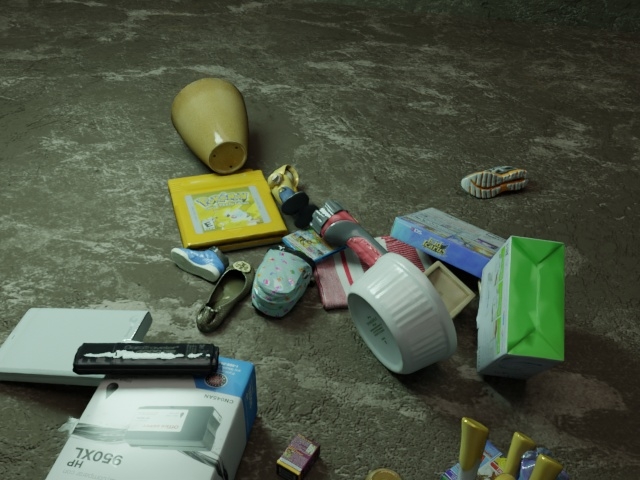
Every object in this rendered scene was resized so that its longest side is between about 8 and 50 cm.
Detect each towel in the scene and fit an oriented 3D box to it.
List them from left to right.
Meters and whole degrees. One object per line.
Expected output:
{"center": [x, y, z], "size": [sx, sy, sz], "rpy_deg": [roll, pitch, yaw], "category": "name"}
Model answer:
{"center": [0.145, 0.074, 1.868], "size": [0.329, 0.037, 0.237], "rpy_deg": [-5, 42, -11], "category": "towel"}

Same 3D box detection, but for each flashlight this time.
{"center": [0.103, 0.026, 1.811], "size": [0.304, 0.103, 0.103], "rpy_deg": [47, 18, 26], "category": "flashlight"}

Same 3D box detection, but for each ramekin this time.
{"center": [0.170, 0.174, 1.588], "size": [0.127, 0.273, 0.273], "rpy_deg": [-31, 50, -17], "category": "ramekin"}

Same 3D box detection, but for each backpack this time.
{"center": [-0.103, 0.098, 1.760], "size": [0.152, 0.115, 0.182], "rpy_deg": [16, 45, 11], "category": "backpack"}

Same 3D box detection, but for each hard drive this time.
{"center": [-0.553, 0.232, 1.579], "size": [0.308, 0.040, 0.203], "rpy_deg": [0, 38, 15], "category": "hard drive"}

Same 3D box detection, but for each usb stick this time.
{"center": [-0.339, 0.231, 1.388], "size": [0.278, 0.045, 0.077], "rpy_deg": [0, 31, -2], "category": "usb stick"}

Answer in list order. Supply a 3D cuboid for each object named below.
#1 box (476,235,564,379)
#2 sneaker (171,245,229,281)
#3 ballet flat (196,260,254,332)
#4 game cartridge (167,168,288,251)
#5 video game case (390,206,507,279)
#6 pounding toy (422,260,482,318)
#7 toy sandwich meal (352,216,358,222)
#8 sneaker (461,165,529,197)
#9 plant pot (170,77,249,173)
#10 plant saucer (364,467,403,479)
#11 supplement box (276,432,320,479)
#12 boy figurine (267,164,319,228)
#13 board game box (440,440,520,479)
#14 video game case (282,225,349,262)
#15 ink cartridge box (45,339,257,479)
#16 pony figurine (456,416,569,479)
{"center": [0.435, 0.155, 1.571], "size": [0.127, 0.231, 0.262], "rpy_deg": [8, 68, 0], "category": "box"}
{"center": [-0.308, 0.045, 1.850], "size": [0.152, 0.058, 0.084], "rpy_deg": [22, 44, 21], "category": "sneaker"}
{"center": [-0.233, 0.126, 1.760], "size": [0.084, 0.058, 0.250], "rpy_deg": [18, 42, 15], "category": "ballet flat"}
{"center": [-0.269, -0.091, 2.019], "size": [0.285, 0.052, 0.323], "rpy_deg": [-10, 43, -15], "category": "game cartridge"}
{"center": [0.356, 0.001, 1.881], "size": [0.270, 0.061, 0.244], "rpy_deg": [26, 20, 25], "category": "video game case"}
{"center": [0.325, 0.160, 1.744], "size": [0.206, 0.094, 0.181], "rpy_deg": [44, 51, 14], "category": "pounding toy"}
{"center": [0.070, -0.035, 1.994], "size": [0.086, 0.029, 0.085], "rpy_deg": [2, 40, -2], "category": "toy sandwich meal"}
{"center": [0.525, -0.185, 2.176], "size": [0.215, 0.084, 0.083], "rpy_deg": [-6, 28, -16], "category": "sneaker"}
{"center": [-0.313, -0.323, 2.157], "size": [0.237, 0.237, 0.254], "rpy_deg": [-11, 46, -16], "category": "plant pot"}
{"center": [0.128, 0.482, 1.401], "size": [0.083, 0.015, 0.083], "rpy_deg": [2, 41, -2], "category": "plant saucer"}
{"center": [-0.044, 0.436, 1.420], "size": [0.055, 0.043, 0.083], "rpy_deg": [24, 45, 22], "category": "supplement box"}
{"center": [-0.080, -0.129, 2.010], "size": [0.092, 0.177, 0.285], "rpy_deg": [-39, 26, 7], "category": "boy figurine"}
{"center": [0.351, 0.499, 1.381], "size": [0.136, 0.035, 0.201], "rpy_deg": [-25, 48, -29], "category": "board game box"}
{"center": [0.000, 0.000, 1.899], "size": [0.166, 0.015, 0.119], "rpy_deg": [-24, 50, -29], "category": "video game case"}
{"center": [-0.309, 0.402, 1.343], "size": [0.286, 0.166, 0.395], "rpy_deg": [9, 40, 8], "category": "ink cartridge box"}
{"center": [0.247, 0.481, 1.119], "size": [0.303, 0.363, 0.351], "rpy_deg": [27, 0, 43], "category": "pony figurine"}
